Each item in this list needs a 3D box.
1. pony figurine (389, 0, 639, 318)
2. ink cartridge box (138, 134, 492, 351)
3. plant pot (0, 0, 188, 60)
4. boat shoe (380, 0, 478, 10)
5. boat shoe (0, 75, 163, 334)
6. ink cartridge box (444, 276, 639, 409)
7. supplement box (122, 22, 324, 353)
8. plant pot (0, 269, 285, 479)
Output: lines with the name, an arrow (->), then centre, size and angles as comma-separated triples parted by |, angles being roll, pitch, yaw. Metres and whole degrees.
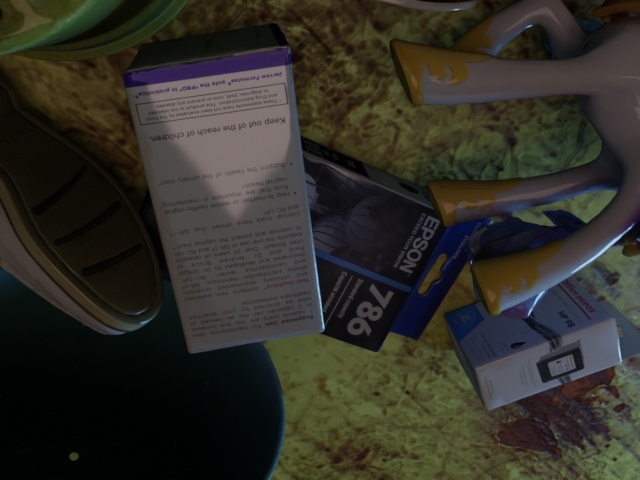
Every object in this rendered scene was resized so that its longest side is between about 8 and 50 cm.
pony figurine -> 0.275, -0.076, 0.554 | 0.363, 0.303, 0.351 | -21, 99, 2
ink cartridge box -> 0.000, 0.000, 0.654 | 0.333, 0.065, 0.165 | 20, 111, -18
plant pot -> -0.194, -0.221, 0.408 | 0.276, 0.254, 0.276 | -3, 116, -7
boat shoe -> 0.033, -0.229, 0.540 | 0.206, 0.075, 0.065 | 10, 117, -8
boat shoe -> -0.255, -0.035, 0.561 | 0.103, 0.113, 0.302 | -37, 95, 32
ink cartridge box -> 0.232, 0.094, 0.711 | 0.180, 0.104, 0.060 | -21, 116, 1
supplement box -> -0.067, -0.040, 0.528 | 0.114, 0.111, 0.220 | -10, 115, -4
plant pot -> -0.208, 0.192, 0.600 | 0.293, 0.293, 0.235 | 16, 126, -16
